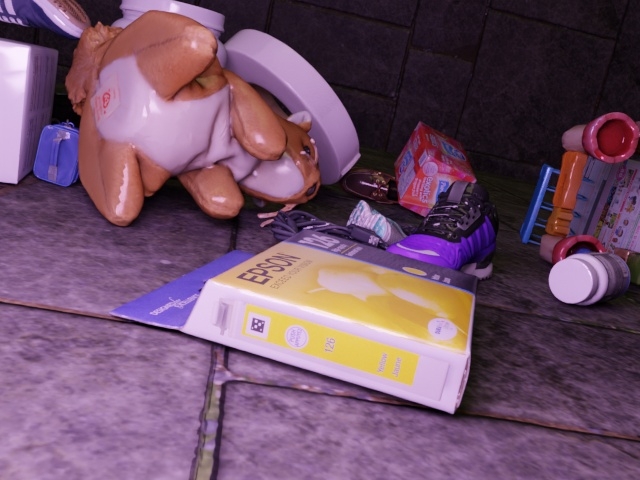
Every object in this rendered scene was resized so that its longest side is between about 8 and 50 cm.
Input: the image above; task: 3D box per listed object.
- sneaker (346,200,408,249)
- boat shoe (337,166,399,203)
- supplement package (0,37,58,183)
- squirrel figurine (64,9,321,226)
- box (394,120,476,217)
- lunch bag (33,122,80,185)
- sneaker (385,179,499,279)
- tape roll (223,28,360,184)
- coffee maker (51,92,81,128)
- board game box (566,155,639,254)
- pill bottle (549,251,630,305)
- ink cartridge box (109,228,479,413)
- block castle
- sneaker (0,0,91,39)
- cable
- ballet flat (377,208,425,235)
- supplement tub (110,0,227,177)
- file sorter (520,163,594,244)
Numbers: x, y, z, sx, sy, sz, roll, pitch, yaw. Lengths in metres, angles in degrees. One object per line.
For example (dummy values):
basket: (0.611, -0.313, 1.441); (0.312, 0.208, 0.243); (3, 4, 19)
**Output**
sneaker: (0.096, -0.016, 1.107); (0.076, 0.065, 0.166); (25, 11, -21)
boat shoe: (0.144, -0.126, 1.563); (0.206, 0.073, 0.073); (7, 11, -23)
supplement package: (-0.536, -0.218, 1.025); (0.199, 0.198, 0.263); (8, 13, -15)
squirrel figurine: (-0.183, -0.184, 1.049); (0.370, 0.281, 0.397); (10, 19, -47)
box: (0.252, -0.156, 1.501); (0.122, 0.128, 0.257); (26, 25, -9)
lunch bag: (-0.398, -0.136, 1.034); (0.067, 0.099, 0.065); (16, 14, -5)
sneaker: (0.178, -0.015, 0.946); (0.102, 0.146, 0.293); (19, 14, 29)
tape roll: (-0.078, -0.287, 1.478); (0.392, 0.072, 0.392); (39, -17, 14)
coffee maker: (-0.554, -0.250, 1.400); (0.171, 0.120, 0.178); (39, 20, 10)
board game box: (0.662, -0.065, 1.452); (0.097, 0.224, 0.303); (14, 13, -8)
pill bottle: (0.405, 0.057, 1.003); (0.137, 0.078, 0.078); (-1, 18, -46)
ink cartridge box: (0.003, 0.050, 0.682); (0.307, 0.072, 0.303); (17, 14, 11)
block castle: (0.648, -0.044, 1.183); (0.453, 0.303, 0.213); (11, 7, -5)
sneaker: (-0.499, -0.362, 1.037); (0.282, 0.153, 0.099); (38, 13, 3)
cable: (0.000, 0.000, 0.966); (0.184, 0.047, 0.150); (23, 22, 32)
ballet flat: (0.172, -0.022, 1.240); (0.173, 0.049, 0.057); (16, 46, 33)
supplement tub: (-0.317, -0.307, 1.335); (0.235, 0.325, 0.235); (12, 12, -3)
file sorter: (0.518, -0.071, 1.464); (0.104, 0.170, 0.118); (17, 13, 10)
